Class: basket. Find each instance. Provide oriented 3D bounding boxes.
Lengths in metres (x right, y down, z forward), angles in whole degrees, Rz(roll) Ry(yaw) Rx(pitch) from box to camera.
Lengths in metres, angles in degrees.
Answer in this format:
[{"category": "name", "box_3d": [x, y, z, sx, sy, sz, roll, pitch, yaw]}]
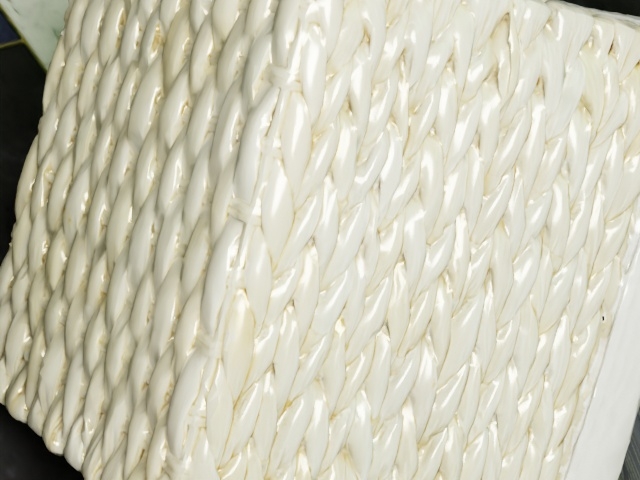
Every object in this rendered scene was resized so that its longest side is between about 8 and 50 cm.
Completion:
[{"category": "basket", "box_3d": [0.000, 0.000, 1.079, 0.266, 0.331, 0.328, 12, 6, -30]}]

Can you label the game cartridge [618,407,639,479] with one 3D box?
[{"category": "game cartridge", "box_3d": [0.194, 0.167, 1.273, 0.230, 0.068, 0.355, -82, 155, -43]}]
